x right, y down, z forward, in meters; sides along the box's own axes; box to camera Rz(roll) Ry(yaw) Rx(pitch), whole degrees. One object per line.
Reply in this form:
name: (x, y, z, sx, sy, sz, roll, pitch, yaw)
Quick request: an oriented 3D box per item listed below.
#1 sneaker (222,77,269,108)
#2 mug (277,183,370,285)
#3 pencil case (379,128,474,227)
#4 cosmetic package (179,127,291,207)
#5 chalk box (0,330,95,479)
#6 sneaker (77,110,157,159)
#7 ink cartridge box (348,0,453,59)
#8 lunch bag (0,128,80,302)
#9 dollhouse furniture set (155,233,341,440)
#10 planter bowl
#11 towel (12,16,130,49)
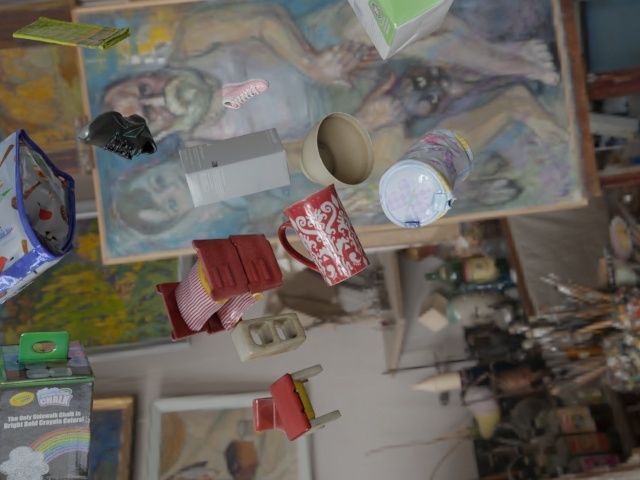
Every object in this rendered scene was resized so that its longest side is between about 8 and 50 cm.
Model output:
sneaker: (-0.198, -0.379, 2.136, 0.051, 0.134, 0.070, 50, -139, -57)
mug: (0.008, -0.005, 1.571, 0.169, 0.113, 0.150, 61, 151, -1)
pencil case: (0.189, -0.114, 1.416, 0.273, 0.124, 0.114, -47, -49, -63)
cosmetic package: (-0.198, -0.173, 1.916, 0.127, 0.237, 0.107, -116, 11, -53)
chalk box: (-0.404, 0.225, 1.185, 0.132, 0.132, 0.213, -144, 59, -61)
sneaker: (-0.504, -0.264, 2.076, 0.106, 0.101, 0.267, 55, -156, 6)
ink cartridge box: (0.068, -0.488, 1.303, 0.354, 0.119, 0.207, 59, 179, 1)
lunch bag: (-0.724, -0.003, 1.832, 0.239, 0.327, 0.385, 49, -168, -40)
dollhouse furniture set: (-0.139, 0.192, 1.451, 0.201, 0.152, 0.374, -46, 60, 47)
planter bowl: (0.021, -0.182, 1.761, 0.109, 0.162, 0.162, -19, 72, 48)
towel: (-0.533, -0.444, 1.749, 0.102, 0.237, 0.021, -52, -32, -50)
